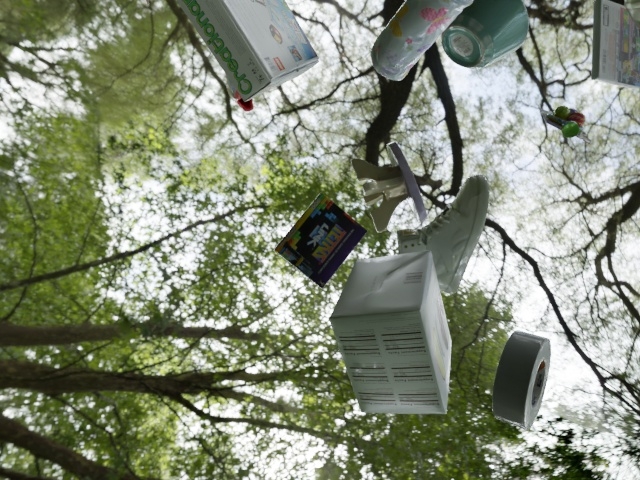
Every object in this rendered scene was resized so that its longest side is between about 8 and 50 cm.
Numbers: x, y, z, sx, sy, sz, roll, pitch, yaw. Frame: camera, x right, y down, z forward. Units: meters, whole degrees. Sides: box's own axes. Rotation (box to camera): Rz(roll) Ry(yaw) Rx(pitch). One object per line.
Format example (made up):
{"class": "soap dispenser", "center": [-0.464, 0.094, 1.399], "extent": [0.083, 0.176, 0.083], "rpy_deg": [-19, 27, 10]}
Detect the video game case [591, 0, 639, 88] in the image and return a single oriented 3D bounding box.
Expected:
{"class": "video game case", "center": [0.782, -0.512, 1.090], "extent": [0.023, 0.183, 0.201], "rpy_deg": [-175, -95, -66]}

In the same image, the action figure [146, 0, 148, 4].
{"class": "action figure", "center": [-0.537, -0.718, 1.067], "extent": [0.280, 0.091, 0.139], "rpy_deg": [36, -47, 8]}

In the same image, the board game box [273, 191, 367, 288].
{"class": "board game box", "center": [0.000, 0.000, 0.945], "extent": [0.170, 0.141, 0.048], "rpy_deg": [-52, -175, -7]}

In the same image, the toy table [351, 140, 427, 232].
{"class": "toy table", "center": [0.216, -0.165, 1.336], "extent": [0.161, 0.252, 0.274], "rpy_deg": [-21, -109, 5]}

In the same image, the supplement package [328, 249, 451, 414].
{"class": "supplement package", "center": [0.134, 0.157, 0.727], "extent": [0.149, 0.203, 0.194], "rpy_deg": [-9, -157, 23]}

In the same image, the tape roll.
{"class": "tape roll", "center": [0.483, 0.330, 0.990], "extent": [0.072, 0.219, 0.219], "rpy_deg": [12, -102, 40]}

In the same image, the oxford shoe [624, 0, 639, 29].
{"class": "oxford shoe", "center": [0.883, -0.522, 0.824], "extent": [0.449, 0.130, 0.169], "rpy_deg": [1, -137, 43]}

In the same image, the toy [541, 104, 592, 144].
{"class": "toy", "center": [0.736, -0.359, 1.228], "extent": [0.137, 0.237, 0.056], "rpy_deg": [29, -53, 8]}

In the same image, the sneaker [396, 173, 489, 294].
{"class": "sneaker", "center": [0.264, -0.021, 0.950], "extent": [0.108, 0.169, 0.292], "rpy_deg": [-76, 178, -69]}

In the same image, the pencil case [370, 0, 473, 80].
{"class": "pencil case", "center": [0.232, -0.504, 0.982], "extent": [0.273, 0.124, 0.113], "rpy_deg": [141, -49, -57]}

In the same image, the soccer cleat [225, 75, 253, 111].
{"class": "soccer cleat", "center": [-0.197, -0.403, 1.016], "extent": [0.083, 0.248, 0.095], "rpy_deg": [-31, -91, -10]}

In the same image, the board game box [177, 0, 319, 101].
{"class": "board game box", "center": [-0.128, -0.343, 0.534], "extent": [0.053, 0.305, 0.193], "rpy_deg": [-25, -162, 30]}

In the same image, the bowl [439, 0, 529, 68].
{"class": "bowl", "center": [0.554, -0.744, 1.485], "extent": [0.163, 0.311, 0.311], "rpy_deg": [-50, -135, -10]}
